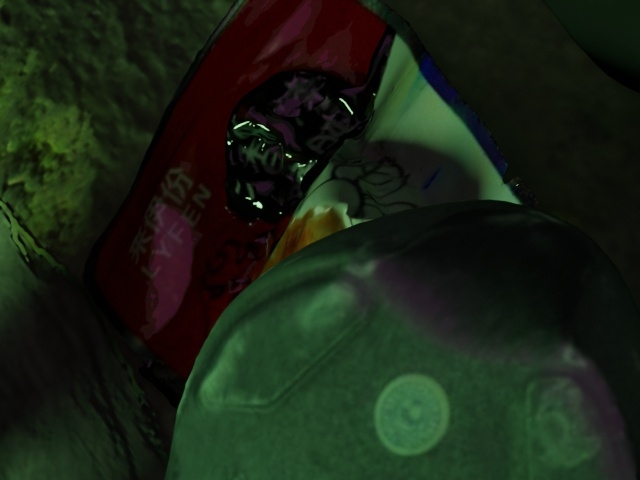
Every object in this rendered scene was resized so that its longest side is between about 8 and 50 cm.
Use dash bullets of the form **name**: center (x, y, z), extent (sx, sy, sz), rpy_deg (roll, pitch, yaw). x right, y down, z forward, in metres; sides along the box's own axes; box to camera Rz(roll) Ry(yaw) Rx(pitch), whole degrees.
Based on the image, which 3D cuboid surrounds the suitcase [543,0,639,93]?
- **suitcase**: center (0.153, -0.148, 0.485), extent (0.339, 0.345, 0.188), rpy_deg (25, 79, 45)

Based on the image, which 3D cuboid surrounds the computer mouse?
- **computer mouse**: center (-0.004, 0.166, 0.539), extent (0.167, 0.090, 0.379), rpy_deg (28, 90, 33)

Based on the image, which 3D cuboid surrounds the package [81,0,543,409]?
- **package**: center (0.000, 0.000, 0.689), extent (0.194, 0.071, 0.269), rpy_deg (-49, 35, 1)
